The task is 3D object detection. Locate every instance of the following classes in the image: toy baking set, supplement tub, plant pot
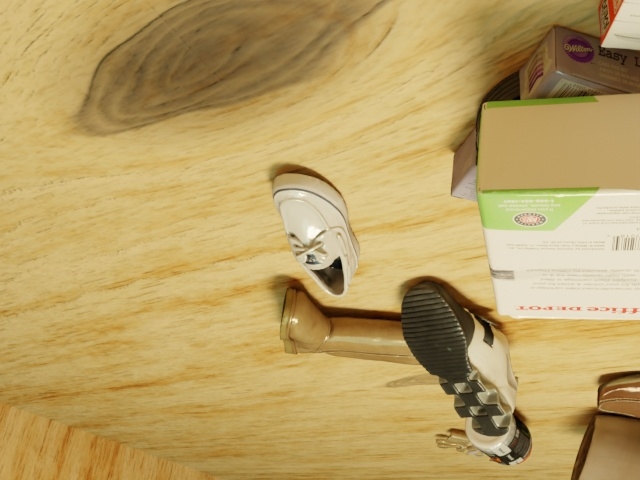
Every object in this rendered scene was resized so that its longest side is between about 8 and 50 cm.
[{"bbox_3d":[0.431,0.555,2.065,0.256,0.030,0.196,23,152,-24],"label":"toy baking set"},{"bbox_3d":[0.424,0.458,1.787,0.117,0.117,0.190,-10,146,31],"label":"supplement tub"},{"bbox_3d":[0.718,0.523,1.679,0.280,0.323,0.323,19,155,16],"label":"plant pot"}]

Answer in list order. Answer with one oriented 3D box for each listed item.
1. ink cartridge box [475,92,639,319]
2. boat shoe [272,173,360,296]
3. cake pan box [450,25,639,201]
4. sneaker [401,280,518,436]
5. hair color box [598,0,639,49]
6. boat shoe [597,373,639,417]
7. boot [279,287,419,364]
[{"bbox_3d":[0.277,-0.023,0.796,0.198,0.115,0.273,0,151,17],"label":"ink cartridge box"},{"bbox_3d":[0.000,0.000,1.086,0.095,0.084,0.258,-4,150,23],"label":"boat shoe"},{"bbox_3d":[0.302,-0.101,0.836,0.266,0.070,0.246,13,150,-9],"label":"cake pan box"},{"bbox_3d":[0.252,0.178,1.331,0.122,0.146,0.331,-8,124,41],"label":"sneaker"},{"bbox_3d":[0.299,-0.227,0.615,0.093,0.053,0.167,6,151,1],"label":"hair color box"},{"bbox_3d":[0.707,0.331,1.469,0.323,0.120,0.123,0,151,15],"label":"boat shoe"},{"bbox_3d":[0.067,0.158,1.373,0.269,0.089,0.236,5,159,4],"label":"boot"}]
